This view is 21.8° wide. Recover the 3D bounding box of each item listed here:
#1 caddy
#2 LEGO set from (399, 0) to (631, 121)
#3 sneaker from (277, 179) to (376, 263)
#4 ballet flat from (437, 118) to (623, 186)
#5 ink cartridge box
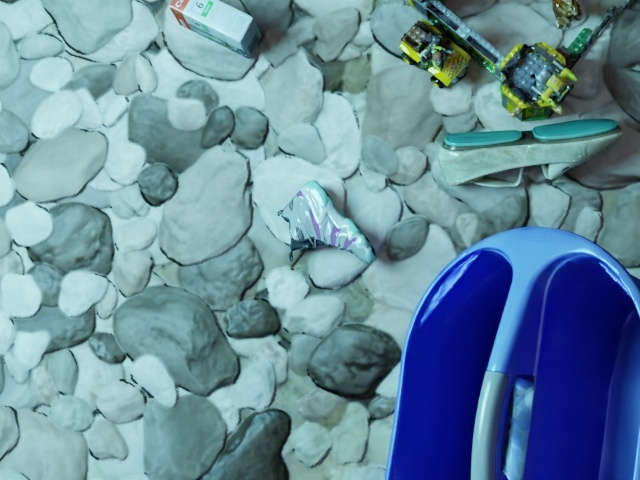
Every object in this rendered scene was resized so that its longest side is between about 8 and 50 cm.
[{"bbox_3d":[0.178,0.162,1.379,0.241,0.179,0.341,3,82,37],"label":"caddy"},{"bbox_3d":[0.202,-0.277,1.464,0.331,0.192,0.255,-42,81,0],"label":"LEGO set"},{"bbox_3d":[0.000,0.000,1.533,0.069,0.038,0.098,-42,72,1],"label":"sneaker"},{"bbox_3d":[0.192,-0.078,1.521,0.168,0.057,0.052,-5,111,9],"label":"ballet flat"},{"bbox_3d":[-0.114,-0.213,1.554,0.115,0.063,0.029,27,84,9],"label":"ink cartridge box"}]
